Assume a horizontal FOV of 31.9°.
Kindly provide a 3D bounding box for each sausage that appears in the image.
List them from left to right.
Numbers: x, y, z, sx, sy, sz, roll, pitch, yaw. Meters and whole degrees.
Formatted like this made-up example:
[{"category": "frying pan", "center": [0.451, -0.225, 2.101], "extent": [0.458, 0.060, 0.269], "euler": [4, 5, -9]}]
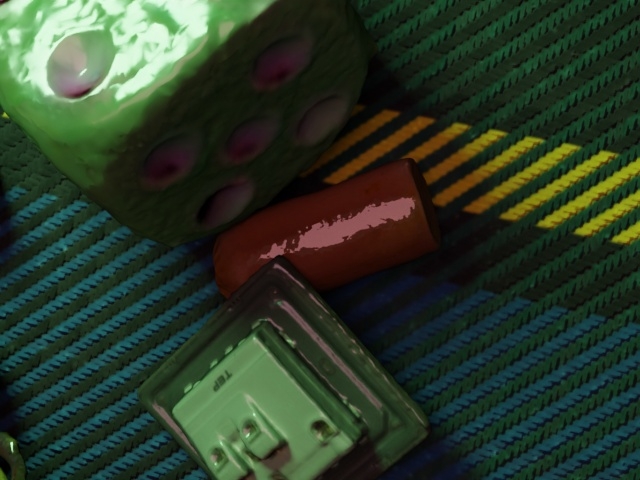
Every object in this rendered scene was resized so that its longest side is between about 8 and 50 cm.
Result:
[{"category": "sausage", "center": [0.000, 0.000, 1.244], "extent": [0.259, 0.113, 0.113], "euler": [-20, 81, 11]}]

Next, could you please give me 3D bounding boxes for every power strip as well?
[{"category": "power strip", "center": [-0.053, 0.188, 1.206], "extent": [0.257, 0.092, 0.251], "euler": [-44, 81, 24]}]

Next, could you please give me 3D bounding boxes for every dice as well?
[{"category": "dice", "center": [-0.159, -0.212, 1.168], "extent": [0.330, 0.318, 0.322], "euler": [-43, 67, 1]}]

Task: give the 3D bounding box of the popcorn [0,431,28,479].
[{"category": "popcorn", "center": [-0.387, 0.387, 1.187], "extent": [0.349, 0.349, 0.382], "euler": [6, 76, 12]}]
